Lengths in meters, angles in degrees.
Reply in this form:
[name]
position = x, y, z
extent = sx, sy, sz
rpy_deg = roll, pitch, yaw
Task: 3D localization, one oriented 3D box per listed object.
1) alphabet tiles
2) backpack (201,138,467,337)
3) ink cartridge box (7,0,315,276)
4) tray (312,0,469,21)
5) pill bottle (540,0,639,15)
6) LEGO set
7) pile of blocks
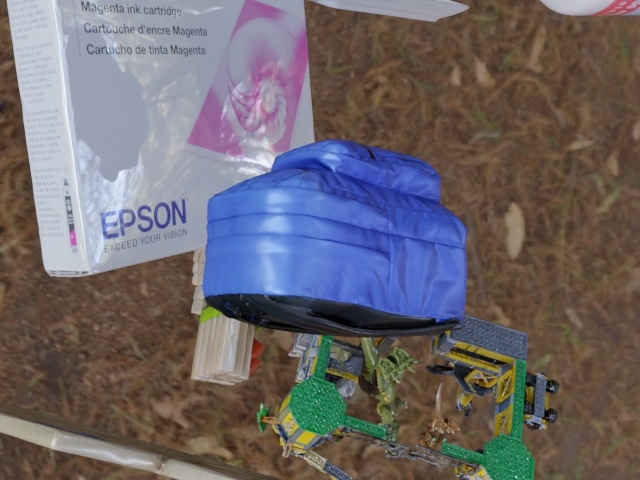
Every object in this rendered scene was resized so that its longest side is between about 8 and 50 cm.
[alphabet tiles]
position = -0.107, 0.113, 0.519
extent = 0.285, 0.343, 0.011
rpy_deg = 31, 69, -50
[backpack]
position = 0.000, 0.000, 0.487
extent = 0.120, 0.098, 0.101
rpy_deg = 5, 78, -35
[ink cartridge box]
position = -0.124, -0.157, 0.859
extent = 0.324, 0.071, 0.330
rpy_deg = -17, 105, -54
[tray]
position = 0.045, -0.282, 1.087
extent = 0.270, 0.145, 0.030
rpy_deg = -11, 121, -53
[pill bottle]
position = 0.176, -0.144, 0.422
extent = 0.160, 0.087, 0.087
rpy_deg = -5, 93, -18
[LEGO set]
position = 0.084, 0.187, 1.106
extent = 0.331, 0.192, 0.255
rpy_deg = 12, 58, -13
[pile of blocks]
position = -0.120, 0.062, 1.446
extent = 0.113, 0.149, 0.362
rpy_deg = 16, 45, -27
